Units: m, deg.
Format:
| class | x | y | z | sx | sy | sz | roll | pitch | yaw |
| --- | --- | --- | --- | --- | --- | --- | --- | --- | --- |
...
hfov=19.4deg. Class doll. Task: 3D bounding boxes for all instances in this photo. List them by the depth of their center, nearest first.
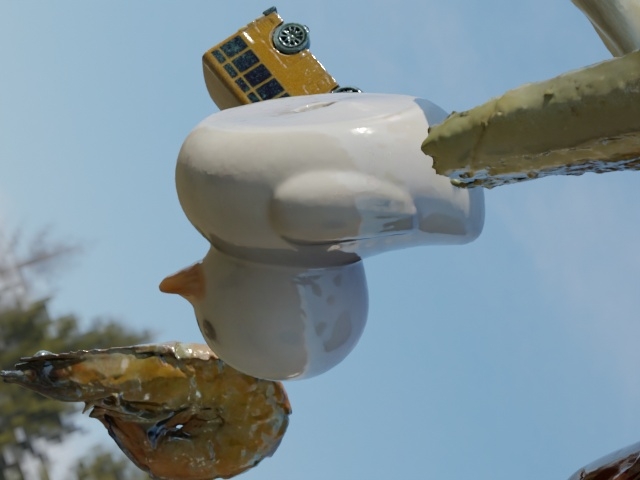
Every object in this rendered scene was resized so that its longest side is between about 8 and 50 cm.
| class | x | y | z | sx | sy | sz | roll | pitch | yaw |
| --- | --- | --- | --- | --- | --- | --- | --- | --- | --- |
| doll | 0.000 | 0.000 | 1.396 | 0.221 | 0.251 | 0.221 | 171 | -90 | -90 |

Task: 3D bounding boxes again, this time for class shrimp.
| class | x | y | z | sx | sy | sz | roll | pitch | yaw |
| --- | --- | --- | --- | --- | --- | --- | --- | --- | --- |
| shrimp | -0.189 | 0.184 | 2.029 | 0.062 | 0.317 | 0.164 | -114 | -149 | -77 |

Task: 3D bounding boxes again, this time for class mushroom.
| class | x | y | z | sx | sy | sz | roll | pitch | yaw |
| --- | --- | --- | --- | --- | --- | --- | --- | --- | --- |
| mushroom | 0.190 | -0.194 | 1.358 | 0.209 | 0.071 | 0.084 | 47 | 3 | -16 |

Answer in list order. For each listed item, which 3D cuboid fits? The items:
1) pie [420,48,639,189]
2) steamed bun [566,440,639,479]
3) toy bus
| class | x | y | z | sx | sy | sz | roll | pitch | yaw |
| --- | --- | --- | --- | --- | --- | --- | --- | --- | --- |
| pie | 0.189 | -0.073 | 1.042 | 0.128 | 0.282 | 0.068 | 16 | 63 | -61 |
| steamed bun | 0.352 | 0.309 | 1.438 | 0.235 | 0.248 | 0.379 | -25 | -90 | 34 |
| toy bus | -0.021 | -0.108 | 1.670 | 0.182 | 0.103 | 0.091 | 51 | -14 | 24 |
